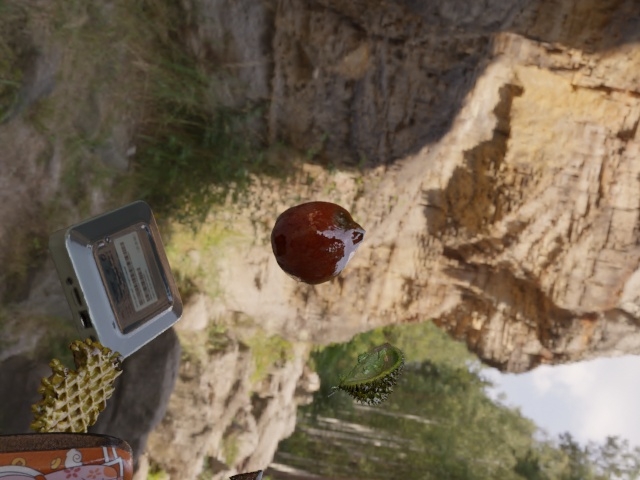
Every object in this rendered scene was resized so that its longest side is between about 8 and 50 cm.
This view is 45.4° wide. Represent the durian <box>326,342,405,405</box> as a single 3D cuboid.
[{"bbox_3d":[0.107,0.281,1.572,0.215,0.100,0.086,-32,139,-44],"label":"durian"}]

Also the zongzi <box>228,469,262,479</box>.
[{"bbox_3d":[-0.197,0.627,1.991,0.073,0.083,0.067,101,-1,-62],"label":"zongzi"}]

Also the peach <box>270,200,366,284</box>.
[{"bbox_3d":[0.000,0.000,2.082,0.232,0.256,0.233,-2,90,-65],"label":"peach"}]

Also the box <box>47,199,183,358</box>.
[{"bbox_3d":[-0.528,0.103,2.040,0.373,0.090,0.367,-38,113,-63],"label":"box"}]

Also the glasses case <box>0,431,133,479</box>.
[{"bbox_3d":[-0.352,0.265,0.876,0.103,0.266,0.067,105,-21,-47],"label":"glasses case"}]

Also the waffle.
[{"bbox_3d":[-0.507,0.319,1.591,0.228,0.051,0.232,42,66,-69],"label":"waffle"}]
